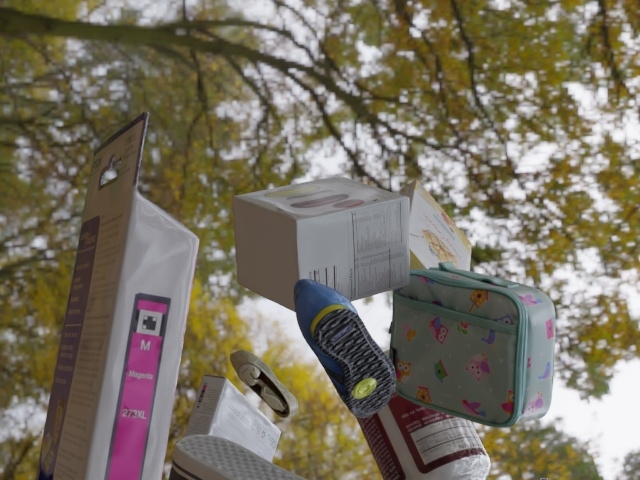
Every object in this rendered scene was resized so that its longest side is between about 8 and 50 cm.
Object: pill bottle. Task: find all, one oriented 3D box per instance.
[{"bbox_3d":[0.222,0.436,2.154,0.392,0.224,0.224,66,-35,28],"label":"pill bottle"}]

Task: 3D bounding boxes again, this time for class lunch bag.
[{"bbox_3d":[0.221,0.152,1.558,0.279,0.108,0.224,11,-76,47],"label":"lunch bag"}]

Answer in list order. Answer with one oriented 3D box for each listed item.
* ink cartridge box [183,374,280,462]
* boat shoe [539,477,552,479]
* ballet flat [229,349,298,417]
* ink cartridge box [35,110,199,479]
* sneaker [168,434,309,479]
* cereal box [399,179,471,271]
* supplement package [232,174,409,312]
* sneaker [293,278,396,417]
[{"bbox_3d":[-0.212,0.503,2.198,0.071,0.324,0.330,5,-119,24],"label":"ink cartridge box"},{"bbox_3d":[0.360,0.535,1.592,0.113,0.127,0.340,-30,111,-81],"label":"boat shoe"},{"bbox_3d":[-0.109,0.270,1.922,0.168,0.052,0.057,41,-71,6],"label":"ballet flat"},{"bbox_3d":[-0.164,0.098,0.792,0.176,0.069,0.370,168,-70,-65],"label":"ink cartridge box"},{"bbox_3d":[-0.057,0.338,1.168,0.321,0.126,0.127,19,-79,44],"label":"sneaker"},{"bbox_3d":[0.195,0.016,1.785,0.047,0.173,0.240,-33,-160,25],"label":"cereal box"},{"bbox_3d":[0.000,0.000,1.570,0.194,0.203,0.149,21,-61,53],"label":"supplement package"},{"bbox_3d":[0.025,0.119,1.144,0.082,0.069,0.209,48,-10,46],"label":"sneaker"}]
